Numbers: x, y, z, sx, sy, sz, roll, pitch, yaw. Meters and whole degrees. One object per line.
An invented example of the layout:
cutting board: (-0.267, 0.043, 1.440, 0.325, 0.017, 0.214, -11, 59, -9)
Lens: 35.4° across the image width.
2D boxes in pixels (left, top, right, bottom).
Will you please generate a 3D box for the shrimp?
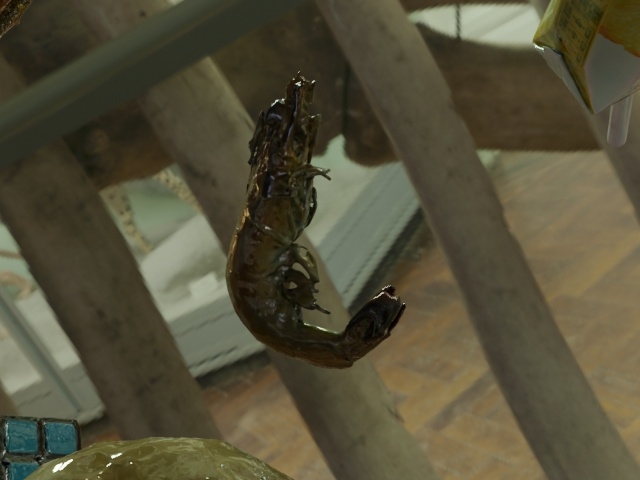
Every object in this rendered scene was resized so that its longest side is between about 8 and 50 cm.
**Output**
shrimp: (-0.001, 0.000, 0.584, 0.124, 0.178, 0.034, 30, 29, 26)

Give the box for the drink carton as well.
drink carton: (0.163, -0.124, 0.530, 0.084, 0.074, 0.200, -31, -19, -12)

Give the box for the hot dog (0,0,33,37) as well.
hot dog: (-0.314, -0.256, 0.961, 0.269, 0.072, 0.115, -41, -14, 26)

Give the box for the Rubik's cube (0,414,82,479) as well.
Rubik's cube: (-0.386, 0.307, 1.186, 0.160, 0.162, 0.163, 13, -35, -41)

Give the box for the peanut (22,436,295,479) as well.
peanut: (-0.018, 0.175, 0.380, 0.137, 0.253, 0.122, -14, 26, 41)
